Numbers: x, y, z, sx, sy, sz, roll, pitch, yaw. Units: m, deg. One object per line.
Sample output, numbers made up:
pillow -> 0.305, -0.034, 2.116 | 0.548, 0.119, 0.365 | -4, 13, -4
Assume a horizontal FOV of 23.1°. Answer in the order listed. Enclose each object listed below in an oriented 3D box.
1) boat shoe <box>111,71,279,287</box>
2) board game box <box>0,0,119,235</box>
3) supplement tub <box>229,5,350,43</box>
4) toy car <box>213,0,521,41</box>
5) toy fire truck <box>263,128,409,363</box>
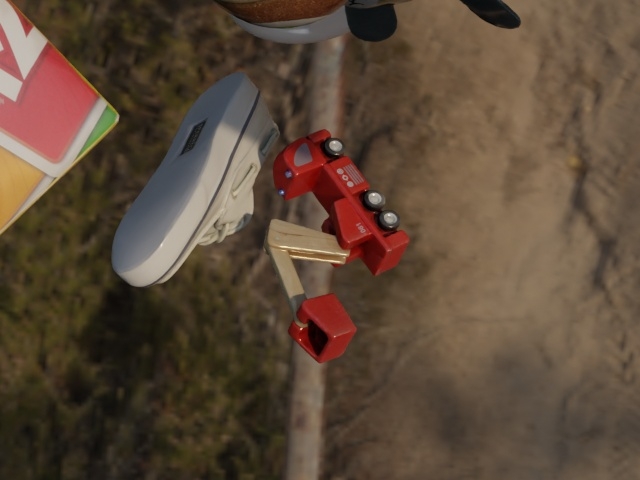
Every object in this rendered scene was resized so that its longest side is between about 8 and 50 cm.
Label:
boat shoe -> -0.102, -0.042, 1.410 | 0.096, 0.088, 0.267 | -24, 29, 32
board game box -> -0.197, -0.090, 0.490 | 0.124, 0.259, 0.039 | -47, 8, -19
supplement tub -> -0.022, -0.289, 1.371 | 0.144, 0.144, 0.199 | -29, 55, 34
toy car -> 0.018, -0.146, 0.788 | 0.155, 0.188, 0.149 | 3, 68, 33
toy fire truck -> 0.000, 0.000, 1.362 | 0.192, 0.135, 0.047 | 54, 148, 20
